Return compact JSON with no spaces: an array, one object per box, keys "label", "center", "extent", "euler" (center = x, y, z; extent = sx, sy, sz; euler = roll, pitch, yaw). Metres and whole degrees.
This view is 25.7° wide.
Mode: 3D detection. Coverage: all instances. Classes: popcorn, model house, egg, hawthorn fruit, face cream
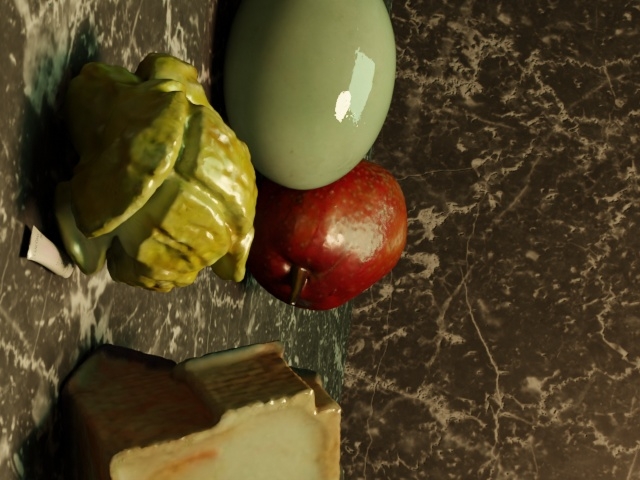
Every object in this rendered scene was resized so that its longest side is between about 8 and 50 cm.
[{"label":"popcorn","center":[-0.195,-0.074,1.611],"extent":[0.225,0.276,0.276],"euler":[20,72,-41]},{"label":"model house","center":[-0.160,0.249,1.732],"extent":[0.280,0.312,0.245],"euler":[-143,-134,-58]},{"label":"egg","center":[-0.018,-0.275,2.236],"extent":[0.276,0.276,0.389],"euler":[14,80,-79]},{"label":"hawthorn fruit","center":[0.000,0.000,2.462],"extent":[0.369,0.284,0.285],"euler":[-64,157,-54]},{"label":"face cream","center":[-0.305,0.017,1.568],"extent":[0.115,0.020,0.038],"euler":[53,44,-70]}]

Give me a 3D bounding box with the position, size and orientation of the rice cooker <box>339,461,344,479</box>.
[{"label":"rice cooker","center":[-0.096,0.427,2.211],"extent":[0.264,0.316,0.317],"euler":[46,-30,43]}]
